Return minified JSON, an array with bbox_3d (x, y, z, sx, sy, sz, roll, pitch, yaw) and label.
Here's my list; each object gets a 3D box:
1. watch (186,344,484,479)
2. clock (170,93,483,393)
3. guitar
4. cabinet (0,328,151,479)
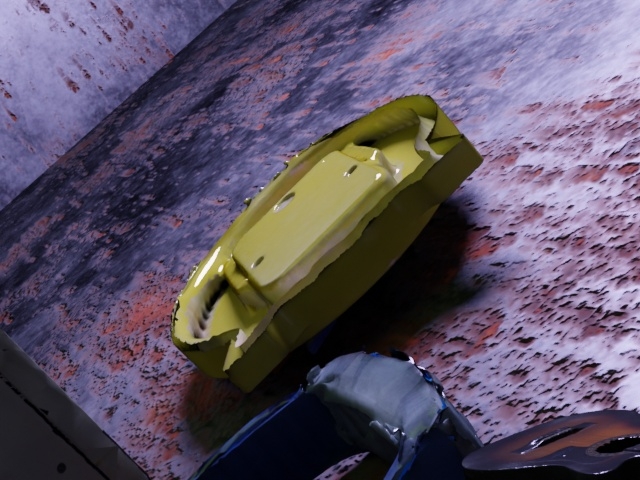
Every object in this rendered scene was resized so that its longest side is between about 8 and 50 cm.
[{"bbox_3d":[-0.028,0.177,0.578,0.274,0.068,0.276,-37,19,-5],"label":"watch"},{"bbox_3d":[0.002,0.002,0.922,0.277,0.071,0.293,-42,18,4],"label":"clock"},{"bbox_3d":[0.145,0.090,0.452,0.088,0.025,0.233,-14,1,-28],"label":"guitar"},{"bbox_3d":[-0.353,0.194,0.819,0.227,0.290,0.318,-5,42,52],"label":"cabinet"}]
